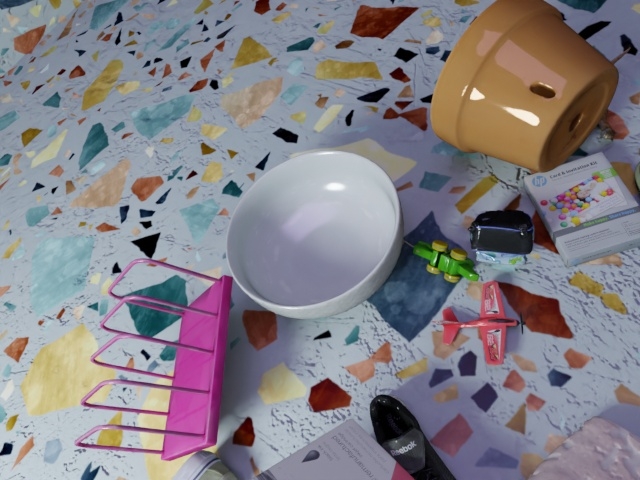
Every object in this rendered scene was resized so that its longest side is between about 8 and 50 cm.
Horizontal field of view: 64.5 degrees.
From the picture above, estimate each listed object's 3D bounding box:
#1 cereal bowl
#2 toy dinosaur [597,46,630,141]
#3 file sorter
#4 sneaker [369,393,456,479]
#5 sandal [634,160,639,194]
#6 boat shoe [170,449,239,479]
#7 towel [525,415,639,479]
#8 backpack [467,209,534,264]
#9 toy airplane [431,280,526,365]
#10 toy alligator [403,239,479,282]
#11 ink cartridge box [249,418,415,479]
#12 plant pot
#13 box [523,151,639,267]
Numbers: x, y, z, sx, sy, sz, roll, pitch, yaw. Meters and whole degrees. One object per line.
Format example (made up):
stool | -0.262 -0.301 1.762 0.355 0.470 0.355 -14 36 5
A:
cereal bowl | 0.000 0.000 0.969 0.340 0.141 0.338 -10 58 16
toy dinosaur | 0.539 -0.281 0.999 0.113 0.064 0.211 8 72 6
file sorter | -0.288 0.206 0.876 0.202 0.182 0.290 -37 43 44
sneaker | 0.135 0.323 0.742 0.078 0.106 0.234 -33 54 0
sandal | 0.583 -0.055 0.786 0.120 0.086 0.302 -16 43 10
boat shoe | -0.243 0.481 0.790 0.094 0.109 0.302 23 68 28
towel | 0.353 0.375 0.551 0.332 0.053 0.317 -25 34 -27
backpack | 0.315 -0.007 0.883 0.105 0.084 0.114 4 21 20
toy airplane | 0.264 0.142 0.852 0.151 0.028 0.151 -10 56 15
toy alligator | 0.216 0.026 0.933 0.051 0.056 0.190 -13 31 -44
ink cartridge box | -0.004 0.391 0.645 0.283 0.117 0.207 -18 37 -35
plant pot | 0.372 -0.258 0.902 0.291 0.290 0.203 -42 58 -7
box | 0.466 -0.057 0.893 0.145 0.038 0.186 -18 54 9
